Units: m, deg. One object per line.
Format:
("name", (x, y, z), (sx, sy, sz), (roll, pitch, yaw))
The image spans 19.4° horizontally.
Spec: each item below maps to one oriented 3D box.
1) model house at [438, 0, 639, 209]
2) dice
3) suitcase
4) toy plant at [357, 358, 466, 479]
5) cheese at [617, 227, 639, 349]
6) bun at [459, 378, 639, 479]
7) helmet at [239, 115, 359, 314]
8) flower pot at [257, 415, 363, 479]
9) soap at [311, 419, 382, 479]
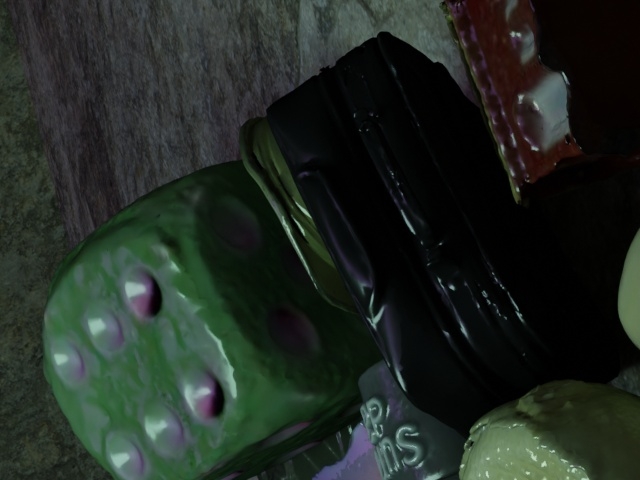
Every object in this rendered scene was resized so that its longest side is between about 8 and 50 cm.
("model house", (0.204, -0.142, 1.569), (0.254, 0.160, 0.196), (142, 109, -71))
("dice", (-0.115, 0.105, 2.202), (0.322, 0.330, 0.318), (-40, 74, 41))
("suitcase", (0.110, 0.007, 1.721), (0.345, 0.188, 0.339), (65, -166, 23))
("toy plant", (0.167, 0.304, 1.944), (0.279, 0.185, 0.400), (-32, 70, 33))
("cheese", (0.339, 0.079, 1.446), (0.233, 0.127, 0.266), (95, 153, -51))
("bun", (0.276, 0.267, 1.560), (0.364, 0.202, 0.364), (48, 152, 37))
("helmet", (0.035, -0.062, 2.081), (0.137, 0.204, 0.257), (-35, 78, 22))
("flower pot", (-0.015, 0.255, 2.455), (0.235, 0.141, 0.235), (48, 146, 49))
("soap", (0.078, 0.319, 2.194), (0.109, 0.193, 0.324), (57, 153, 31))
